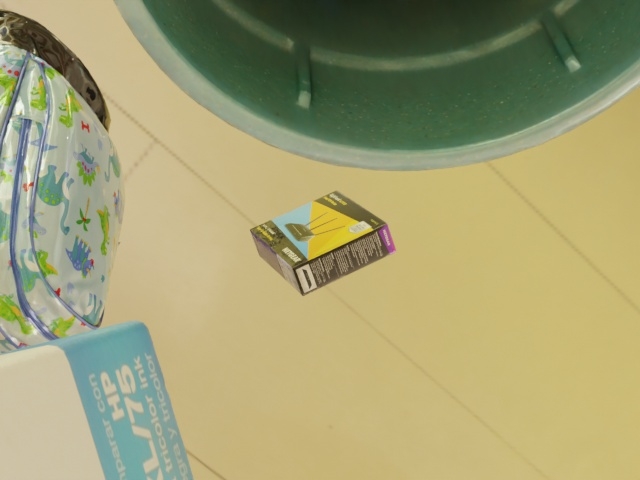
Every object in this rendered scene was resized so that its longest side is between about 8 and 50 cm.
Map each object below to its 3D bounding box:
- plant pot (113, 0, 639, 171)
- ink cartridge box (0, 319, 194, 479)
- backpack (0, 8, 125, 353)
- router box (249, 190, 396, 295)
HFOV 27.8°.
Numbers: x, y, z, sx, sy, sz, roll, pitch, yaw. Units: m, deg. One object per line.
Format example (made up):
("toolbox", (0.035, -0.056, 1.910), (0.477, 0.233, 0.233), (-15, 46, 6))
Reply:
("plant pot", (0.041, -0.269, 0.751), (0.341, 0.334, 0.341), (-3, 124, -4))
("ink cartridge box", (-0.151, 0.148, 0.291), (0.198, 0.270, 0.197), (-14, 90, 14))
("backpack", (-0.351, -0.040, 1.488), (0.273, 0.290, 0.356), (15, 66, 17))
("router box", (0.000, 0.000, 1.642), (0.133, 0.179, 0.046), (-25, 113, -13))
